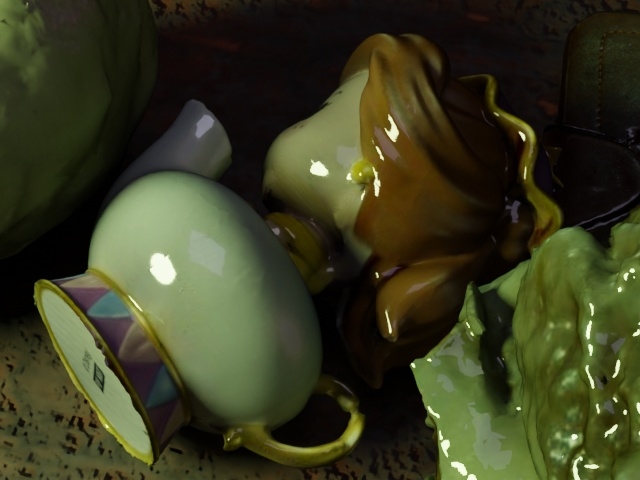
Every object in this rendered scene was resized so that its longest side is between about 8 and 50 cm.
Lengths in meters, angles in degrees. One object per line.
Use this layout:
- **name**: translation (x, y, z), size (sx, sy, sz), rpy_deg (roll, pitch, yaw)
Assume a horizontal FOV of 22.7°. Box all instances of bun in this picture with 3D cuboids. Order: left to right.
- **bun**: translation (-0.190, -0.060, 0.785), size (0.168, 0.273, 0.273), rpy_deg (45, 61, -7)

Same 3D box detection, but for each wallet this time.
- **wallet**: translation (0.185, -0.023, 0.850), size (0.137, 0.031, 0.255), rpy_deg (5, 52, 8)

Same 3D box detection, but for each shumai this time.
- **shumai**: translation (0.125, 0.087, 0.658), size (0.218, 0.256, 0.189), rpy_deg (3, 12, 40)

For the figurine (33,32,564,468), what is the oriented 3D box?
- **figurine**: translation (0.000, 0.000, 0.780), size (0.263, 0.142, 0.189), rpy_deg (-31, 82, -20)
